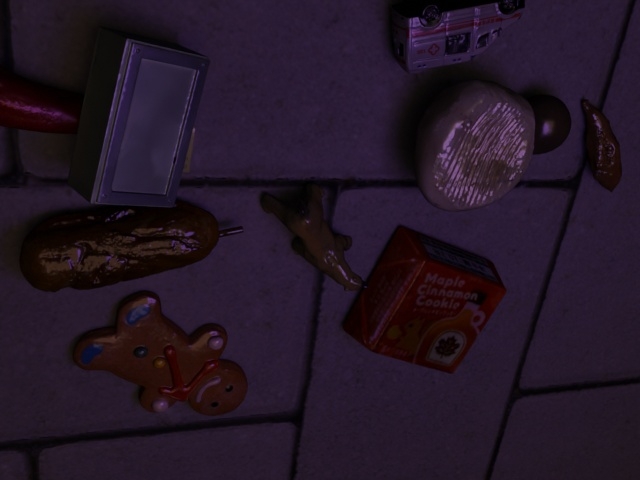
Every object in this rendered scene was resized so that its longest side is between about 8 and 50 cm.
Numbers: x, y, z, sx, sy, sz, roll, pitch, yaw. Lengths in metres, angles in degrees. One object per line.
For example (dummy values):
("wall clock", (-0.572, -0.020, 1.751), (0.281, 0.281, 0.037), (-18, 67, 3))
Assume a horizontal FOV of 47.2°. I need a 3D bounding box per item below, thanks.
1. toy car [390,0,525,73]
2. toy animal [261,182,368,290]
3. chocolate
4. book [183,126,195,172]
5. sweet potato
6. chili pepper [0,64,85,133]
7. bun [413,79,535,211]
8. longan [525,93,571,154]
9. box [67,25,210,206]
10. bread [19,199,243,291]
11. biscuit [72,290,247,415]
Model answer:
("toy car", (0.213, -0.330, 1.131), (0.210, 0.089, 0.108), (-14, 122, -10))
("toy animal", (0.000, 0.000, 1.229), (0.103, 0.101, 0.218), (-33, 124, -2))
("chocolate", (0.200, 0.122, 1.368), (0.238, 0.108, 0.234), (21, 107, -27))
("book", (-0.250, -0.143, 1.111), (0.111, 0.014, 0.077), (3, 115, -22))
("sweet potato", (0.519, -0.171, 1.351), (0.068, 0.060, 0.205), (-43, 119, -35))
("chili pepper", (-0.437, -0.232, 0.963), (0.368, 0.092, 0.137), (37, 82, -39))
("bun", (0.242, -0.160, 1.208), (0.231, 0.133, 0.230), (-12, 120, -22))
("longan", (0.374, -0.199, 1.261), (0.114, 0.092, 0.113), (-5, 134, -5))
("box", (-0.253, -0.164, 1.015), (0.130, 0.086, 0.225), (0, 113, -45))
("bread", (-0.287, 0.008, 1.140), (0.344, 0.084, 0.124), (-9, 121, -16))
("biscuit", (-0.254, 0.222, 1.296), (0.205, 0.049, 0.324), (-43, 125, 5))
